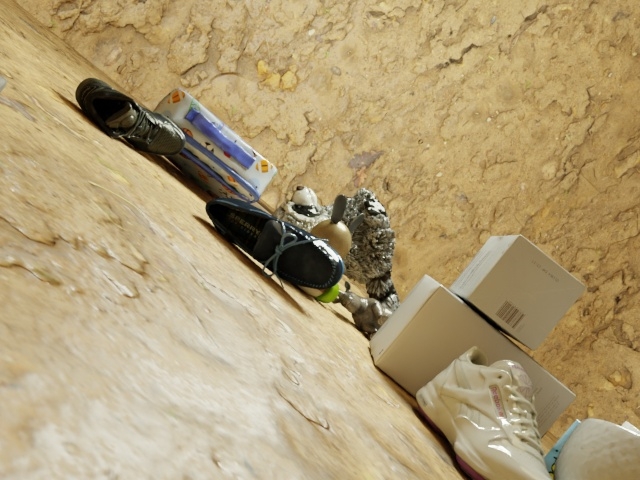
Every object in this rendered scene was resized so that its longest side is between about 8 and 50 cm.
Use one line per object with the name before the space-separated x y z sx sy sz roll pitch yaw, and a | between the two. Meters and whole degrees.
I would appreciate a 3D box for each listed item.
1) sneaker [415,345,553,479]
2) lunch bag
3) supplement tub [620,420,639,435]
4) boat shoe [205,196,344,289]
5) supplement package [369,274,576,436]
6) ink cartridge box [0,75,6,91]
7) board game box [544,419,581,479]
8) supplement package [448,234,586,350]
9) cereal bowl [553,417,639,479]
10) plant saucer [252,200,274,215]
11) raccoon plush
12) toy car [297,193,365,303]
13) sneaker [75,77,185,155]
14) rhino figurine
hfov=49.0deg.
sneaker | 0.238 0.241 0.938 0.114 0.152 0.305 41 3 -27
lunch bag | -0.251 -0.198 1.538 0.303 0.115 0.243 38 -14 -19
supplement tub | 0.562 0.456 1.318 0.144 0.199 0.144 40 2 -2
boat shoe | -0.087 0.011 1.154 0.258 0.109 0.089 23 3 20
supplement package | 0.252 0.222 1.222 0.293 0.175 0.177 39 3 -2
ink cartridge box | -0.259 -0.095 0.353 0.140 0.082 0.190 39 4 -18
board game box | 0.498 0.449 1.139 0.142 0.144 0.275 39 3 -37
supplement package | 0.329 0.083 1.216 0.139 0.134 0.244 39 1 3
cereal bowl | 0.421 0.381 0.847 0.339 0.141 0.339 41 -11 10
plant saucer | -0.147 -0.060 2.101 0.278 0.041 0.278 40 1 -1
raccoon plush | 0.038 0.065 1.807 0.216 0.299 0.446 166 -95 -74
toy car | 0.000 0.000 1.335 0.149 0.188 0.155 41 3 38
sneaker | -0.346 -0.214 1.320 0.227 0.087 0.130 34 7 -37
rhino figurine | 0.106 0.159 1.438 0.243 0.073 0.106 37 7 -26
